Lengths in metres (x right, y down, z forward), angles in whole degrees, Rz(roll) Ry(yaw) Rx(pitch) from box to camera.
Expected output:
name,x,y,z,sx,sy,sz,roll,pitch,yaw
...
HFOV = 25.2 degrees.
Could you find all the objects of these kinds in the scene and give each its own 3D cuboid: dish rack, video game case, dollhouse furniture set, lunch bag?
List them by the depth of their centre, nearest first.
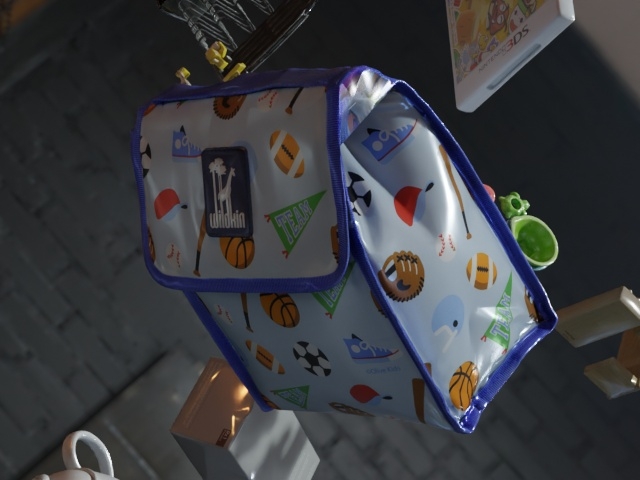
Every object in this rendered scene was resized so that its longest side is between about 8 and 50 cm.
name,x,y,z,sx,sy,sz,roll,pitch,yaw
lunch bag,0.000,0.000,1.484,0.328,0.239,0.385,0,-52,45
video game case,0.205,-0.291,1.621,0.026,0.227,0.206,11,-29,-25
dollhouse furniture set,0.396,0.098,1.868,0.151,0.123,0.144,42,-41,-19
dish rack,-0.113,-0.346,2.046,0.074,0.208,0.271,37,14,-37

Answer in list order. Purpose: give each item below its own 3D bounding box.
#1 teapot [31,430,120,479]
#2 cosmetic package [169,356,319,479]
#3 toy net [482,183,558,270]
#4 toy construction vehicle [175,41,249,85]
name,x,y,z,sx,sy,sz,roll,pitch,yaw
teapot,-0.371,0.419,2.108,0.256,0.252,0.187,14,-46,60
cosmetic package,-0.095,0.273,1.899,0.107,0.127,0.238,10,-35,30
toy net,0.169,-0.025,1.682,0.045,0.232,0.122,-41,-130,50
toy construction vehicle,-0.136,-0.205,1.837,0.035,0.086,0.098,17,36,-56
